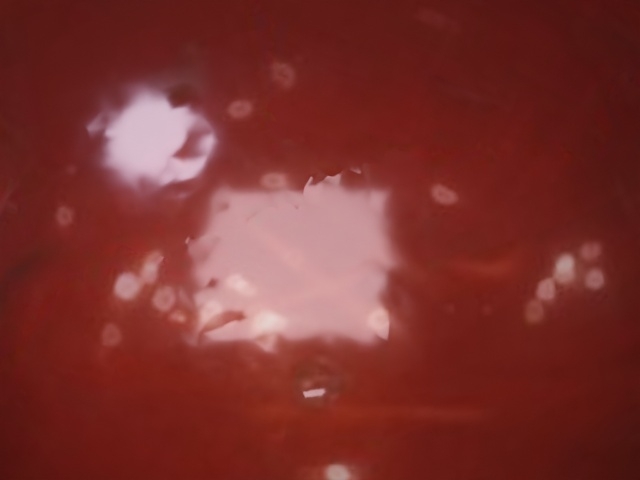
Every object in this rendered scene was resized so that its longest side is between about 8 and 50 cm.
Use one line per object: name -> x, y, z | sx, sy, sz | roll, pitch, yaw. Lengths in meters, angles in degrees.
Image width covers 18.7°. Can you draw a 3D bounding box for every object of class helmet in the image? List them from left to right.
helmet -> 0.000, 0.000, 0.541 | 0.385, 0.230, 0.337 | -1, 64, 1
